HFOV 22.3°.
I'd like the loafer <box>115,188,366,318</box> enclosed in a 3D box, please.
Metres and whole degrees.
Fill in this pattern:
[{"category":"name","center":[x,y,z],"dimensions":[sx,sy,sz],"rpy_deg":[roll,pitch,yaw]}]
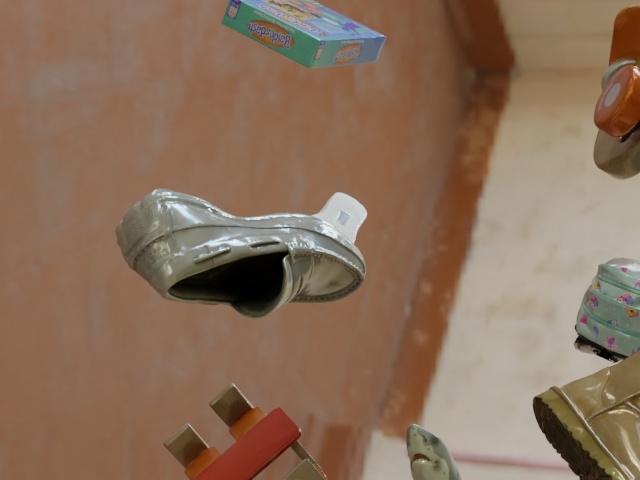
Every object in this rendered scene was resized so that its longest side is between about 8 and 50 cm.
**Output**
[{"category":"loafer","center":[-0.066,0.031,1.621],"dimensions":[0.319,0.112,0.111],"rpy_deg":[9,44,-46]}]

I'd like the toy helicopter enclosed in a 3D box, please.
[{"category":"toy helicopter","center":[0.422,-0.234,1.961],"dimensions":[0.355,0.140,0.235],"rpy_deg":[-65,-168,-11]}]

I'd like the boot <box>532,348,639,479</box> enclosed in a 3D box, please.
[{"category":"boot","center":[0.367,0.162,1.518],"dimensions":[0.236,0.269,0.089],"rpy_deg":[57,-13,37]}]

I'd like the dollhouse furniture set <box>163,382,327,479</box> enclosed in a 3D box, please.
[{"category":"dollhouse furniture set","center":[-0.131,0.298,1.928],"dimensions":[0.259,0.262,0.135],"rpy_deg":[-42,117,-7]}]

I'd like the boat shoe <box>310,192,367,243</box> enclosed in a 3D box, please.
[{"category":"boat shoe","center":[0.000,0.000,1.880],"dimensions":[0.063,0.066,0.184],"rpy_deg":[-56,-177,26]}]

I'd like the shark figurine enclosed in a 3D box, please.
[{"category":"shark figurine","center":[0.119,0.326,1.929],"dimensions":[0.278,0.166,0.116],"rpy_deg":[-55,179,40]}]

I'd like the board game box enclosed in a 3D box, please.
[{"category":"board game box","center":[-0.022,-0.308,2.374],"dimensions":[0.210,0.160,0.047],"rpy_deg":[-14,130,-60]}]

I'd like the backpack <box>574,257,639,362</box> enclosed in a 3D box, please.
[{"category":"backpack","center":[0.358,0.083,1.857],"dimensions":[0.182,0.152,0.115],"rpy_deg":[-7,110,-65]}]
